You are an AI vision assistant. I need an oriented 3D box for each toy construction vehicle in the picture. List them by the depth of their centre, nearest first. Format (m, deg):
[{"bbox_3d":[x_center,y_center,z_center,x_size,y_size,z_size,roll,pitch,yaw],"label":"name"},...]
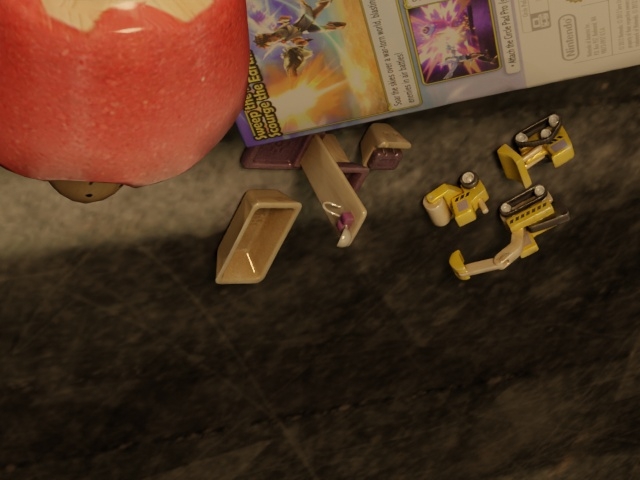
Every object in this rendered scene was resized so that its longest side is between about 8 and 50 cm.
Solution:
[{"bbox_3d":[0.117,-0.022,1.028,0.098,0.035,0.086,-28,144,-2],"label":"toy construction vehicle"}]

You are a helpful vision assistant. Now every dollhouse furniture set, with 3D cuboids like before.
[{"bbox_3d":[0.000,0.000,0.936,0.091,0.081,0.114,0,135,-34],"label":"dollhouse furniture set"}]

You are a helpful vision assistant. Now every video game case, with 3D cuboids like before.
[{"bbox_3d":[0.051,-0.162,0.730,0.244,0.061,0.269,-12,146,5],"label":"video game case"}]

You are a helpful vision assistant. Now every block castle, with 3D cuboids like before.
[{"bbox_3d":[-0.268,-0.115,0.430,0.453,0.303,0.213,-14,143,-18],"label":"block castle"}]
